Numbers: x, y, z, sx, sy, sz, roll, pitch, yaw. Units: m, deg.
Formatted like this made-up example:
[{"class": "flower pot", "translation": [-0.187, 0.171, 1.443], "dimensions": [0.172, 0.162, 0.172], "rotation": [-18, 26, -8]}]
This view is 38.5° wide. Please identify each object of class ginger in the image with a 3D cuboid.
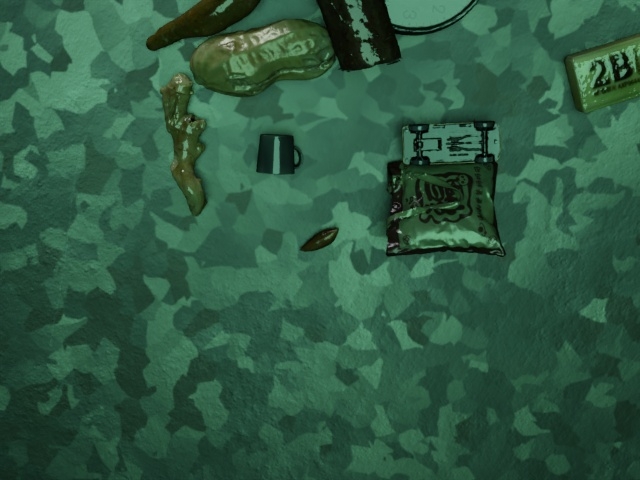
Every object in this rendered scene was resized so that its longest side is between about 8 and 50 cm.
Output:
[{"class": "ginger", "translation": [-0.265, -0.189, 1.842], "dimensions": [0.089, 0.075, 0.288], "rotation": [-11, 99, -3]}]

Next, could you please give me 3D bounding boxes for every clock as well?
[{"class": "clock", "translation": [0.184, -0.551, 1.768], "dimensions": [0.312, 0.061, 0.313], "rotation": [0, 102, 0]}]

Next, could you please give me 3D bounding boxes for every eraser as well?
[{"class": "eraser", "translation": [0.585, -0.334, 1.823], "dimensions": [0.172, 0.058, 0.117], "rotation": [-17, 103, 3]}]

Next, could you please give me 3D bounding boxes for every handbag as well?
[{"class": "handbag", "translation": [0.248, -0.064, 1.839], "dimensions": [0.234, 0.127, 0.213], "rotation": [-1, 69, 6]}]

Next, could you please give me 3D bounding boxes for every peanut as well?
[{"class": "peanut", "translation": [-0.109, -0.353, 1.774], "dimensions": [0.290, 0.130, 0.130], "rotation": [-14, 103, 1]}]

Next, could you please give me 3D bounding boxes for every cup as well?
[{"class": "cup", "translation": [-0.079, -0.174, 1.848], "dimensions": [0.100, 0.078, 0.077], "rotation": [-3, 100, -35]}]

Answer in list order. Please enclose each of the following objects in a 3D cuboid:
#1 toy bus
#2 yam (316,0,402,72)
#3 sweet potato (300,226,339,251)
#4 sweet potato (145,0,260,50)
[{"class": "toy bus", "translation": [0.259, -0.198, 1.835], "dimensions": [0.194, 0.088, 0.083], "rotation": [-2, 102, 2]}, {"class": "yam", "translation": [0.052, -0.449, 1.698], "dimensions": [0.131, 0.131, 0.280], "rotation": [-19, 101, 3]}, {"class": "sweet potato", "translation": [0.000, 0.000, 1.904], "dimensions": [0.095, 0.034, 0.034], "rotation": [-27, 102, 16]}, {"class": "sweet potato", "translation": [-0.188, -0.459, 1.769], "dimensions": [0.346, 0.108, 0.079], "rotation": [-38, 136, 7]}]
